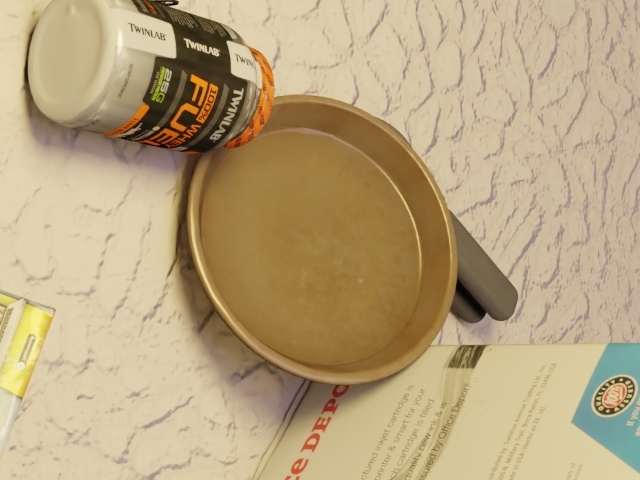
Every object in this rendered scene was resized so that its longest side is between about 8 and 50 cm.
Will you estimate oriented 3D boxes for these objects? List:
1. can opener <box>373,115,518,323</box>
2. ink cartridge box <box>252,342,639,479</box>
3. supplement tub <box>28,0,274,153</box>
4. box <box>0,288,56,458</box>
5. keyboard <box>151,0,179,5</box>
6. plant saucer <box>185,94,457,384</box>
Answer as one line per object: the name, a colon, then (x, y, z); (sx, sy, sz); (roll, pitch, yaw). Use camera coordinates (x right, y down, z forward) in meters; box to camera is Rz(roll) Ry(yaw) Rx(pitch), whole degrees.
can opener: (0.119, -0.018, 1.499); (0.280, 0.074, 0.093); (50, 51, -33)
ink cartridge box: (0.136, 0.243, 1.250); (0.166, 0.395, 0.285); (56, 49, -31)
supplement tub: (-0.135, -0.136, 1.196); (0.190, 0.117, 0.117); (9, 79, -47)
box: (-0.295, 0.128, 0.982); (0.159, 0.044, 0.233); (21, 66, -9)
keyboard: (-0.190, -0.234, 1.220); (0.192, 0.038, 0.100); (-12, 71, -47)
plant saucer: (0.000, 0.000, 1.325); (0.278, 0.041, 0.278); (11, 66, -26)
